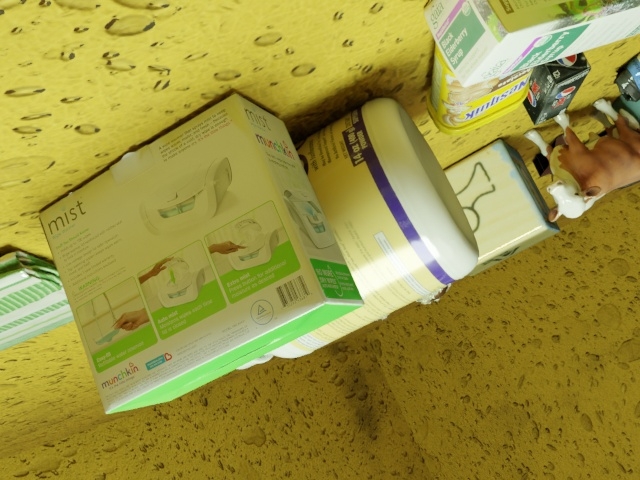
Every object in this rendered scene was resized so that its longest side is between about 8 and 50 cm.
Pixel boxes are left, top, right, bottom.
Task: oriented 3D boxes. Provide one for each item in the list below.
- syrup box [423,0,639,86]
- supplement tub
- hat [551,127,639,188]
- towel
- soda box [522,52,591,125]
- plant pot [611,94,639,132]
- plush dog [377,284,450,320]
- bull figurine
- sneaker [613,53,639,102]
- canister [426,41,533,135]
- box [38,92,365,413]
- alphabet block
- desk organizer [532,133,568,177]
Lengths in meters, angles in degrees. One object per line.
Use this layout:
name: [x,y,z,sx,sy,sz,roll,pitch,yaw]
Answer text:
syrup box: [0.230,-0.236,0.715,0.237,0.096,0.093,-21,167,-21]
supplement tub: [0.000,0.000,0.917,0.331,0.241,0.241,-28,167,15]
hat: [0.728,-0.192,1.766,0.331,0.133,0.331,-23,167,-6]
towel: [-0.429,0.096,0.974,0.248,0.038,0.325,-23,169,-1]
soda box: [0.325,-0.222,1.035,0.053,0.060,0.169,-24,168,2]
plant pot: [0.745,-0.245,1.431,0.290,0.195,0.290,-23,167,-6]
plush dog: [0.101,0.037,1.483,0.225,0.210,0.262,16,151,-42]
bull figurine: [0.493,-0.150,1.355,0.310,0.188,0.101,-17,165,-30]
sneaker: [0.554,-0.274,1.253,0.152,0.058,0.084,-6,152,-45]
canister: [0.187,-0.197,0.851,0.126,0.073,0.170,-25,166,0]
box: [-0.128,0.018,0.766,0.262,0.231,0.127,-29,165,16]
alphabet block: [0.316,-0.056,1.411,0.197,0.192,0.193,-29,165,22]
desk organizer: [0.495,-0.179,1.569,0.050,0.047,0.130,-22,167,0]
